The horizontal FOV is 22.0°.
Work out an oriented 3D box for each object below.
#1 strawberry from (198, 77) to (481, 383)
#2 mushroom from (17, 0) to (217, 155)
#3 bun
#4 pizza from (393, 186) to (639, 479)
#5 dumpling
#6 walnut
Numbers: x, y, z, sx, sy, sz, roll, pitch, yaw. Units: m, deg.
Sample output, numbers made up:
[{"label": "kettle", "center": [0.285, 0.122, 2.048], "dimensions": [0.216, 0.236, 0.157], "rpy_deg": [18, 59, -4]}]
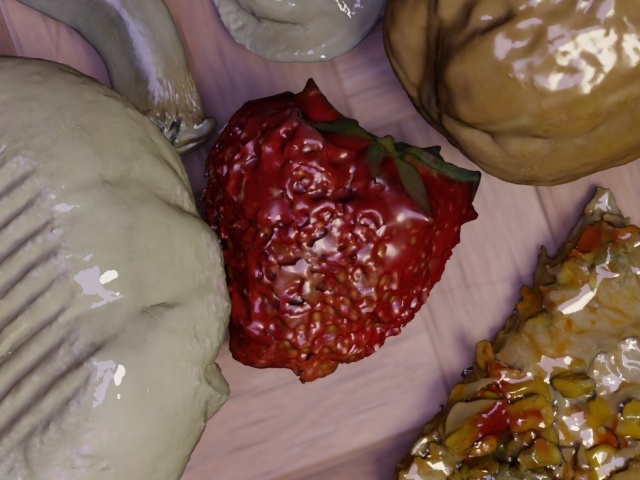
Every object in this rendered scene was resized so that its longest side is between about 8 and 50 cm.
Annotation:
[{"label": "strawberry", "center": [0.000, 0.000, 1.153], "dimensions": [0.184, 0.187, 0.201], "rpy_deg": [26, 93, 32]}, {"label": "mushroom", "center": [-0.152, -0.158, 1.187], "dimensions": [0.092, 0.081, 0.223], "rpy_deg": [-39, 95, -16]}, {"label": "bun", "center": [-0.216, 0.048, 1.127], "dimensions": [0.365, 0.219, 0.365], "rpy_deg": [-3, 84, 29]}, {"label": "pizza", "center": [0.219, 0.135, 1.209], "dimensions": [0.251, 0.074, 0.288], "rpy_deg": [31, 95, -4]}, {"label": "dumpling", "center": [-0.001, -0.210, 1.173], "dimensions": [0.176, 0.092, 0.150], "rpy_deg": [-34, 92, 2]}, {"label": "walnut", "center": [0.175, -0.155, 1.115], "dimensions": [0.257, 0.224, 0.257], "rpy_deg": [-17, 127, -24]}]
